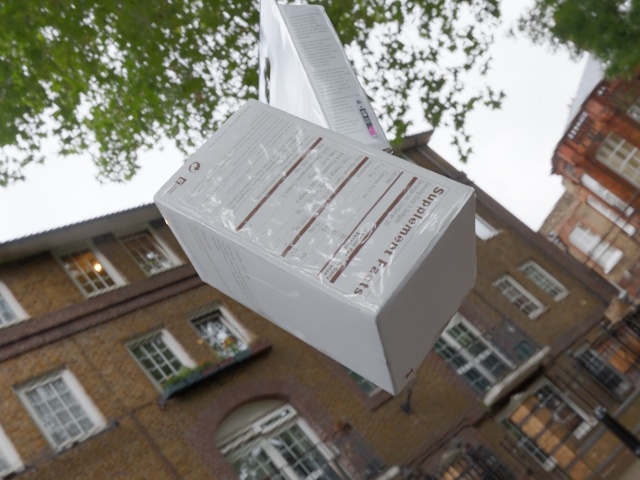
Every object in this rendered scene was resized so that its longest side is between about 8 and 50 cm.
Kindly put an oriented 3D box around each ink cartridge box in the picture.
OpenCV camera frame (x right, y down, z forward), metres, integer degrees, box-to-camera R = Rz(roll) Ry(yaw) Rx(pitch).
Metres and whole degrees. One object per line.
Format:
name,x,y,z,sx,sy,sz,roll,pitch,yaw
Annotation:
ink cartridge box,-0.011,-0.137,0.955,0.071,0.330,0.324,-12,-30,-13

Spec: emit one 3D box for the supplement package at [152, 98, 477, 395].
supplement package,0.000,0.000,0.464,0.105,0.179,0.105,-50,-31,-23
